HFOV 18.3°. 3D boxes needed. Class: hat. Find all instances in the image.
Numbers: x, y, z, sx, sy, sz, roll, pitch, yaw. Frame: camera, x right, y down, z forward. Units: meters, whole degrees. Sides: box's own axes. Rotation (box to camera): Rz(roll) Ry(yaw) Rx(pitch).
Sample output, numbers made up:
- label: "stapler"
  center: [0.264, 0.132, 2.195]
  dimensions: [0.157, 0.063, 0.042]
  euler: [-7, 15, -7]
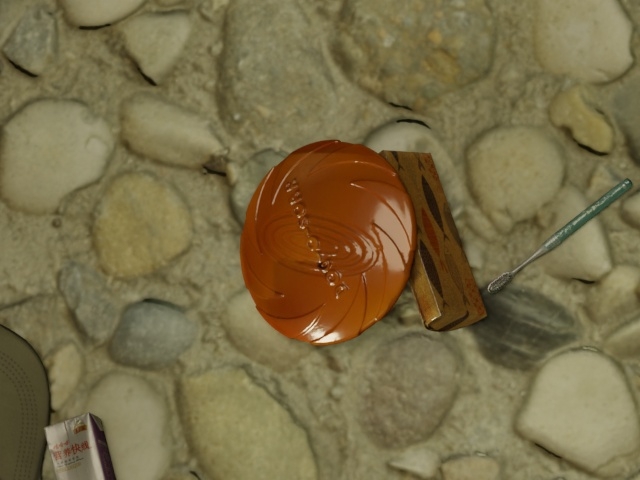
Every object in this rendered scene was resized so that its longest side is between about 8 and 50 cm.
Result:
- label: "hat"
  center: [-0.364, 0.184, 1.812]
  dimensions: [0.214, 0.149, 0.245]
  euler: [9, 87, -1]

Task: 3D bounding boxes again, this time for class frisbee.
- label: "frisbee"
  center: [0.000, 0.000, 1.825]
  dimensions: [0.192, 0.035, 0.192]
  euler: [-6, 78, 32]

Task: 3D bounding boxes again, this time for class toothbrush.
- label: "toothbrush"
  center: [0.221, -0.004, 1.824]
  dimensions: [0.167, 0.014, 0.011]
  euler: [-38, 87, -1]

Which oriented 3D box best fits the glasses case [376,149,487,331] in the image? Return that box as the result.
- label: "glasses case"
  center: [0.094, 0.000, 1.828]
  dimensions: [0.041, 0.064, 0.170]
  euler: [-34, 65, 40]

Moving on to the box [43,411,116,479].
- label: "box"
  center: [-0.217, 0.222, 1.839]
  dimensions: [0.050, 0.036, 0.117]
  euler: [-18, 70, 7]
